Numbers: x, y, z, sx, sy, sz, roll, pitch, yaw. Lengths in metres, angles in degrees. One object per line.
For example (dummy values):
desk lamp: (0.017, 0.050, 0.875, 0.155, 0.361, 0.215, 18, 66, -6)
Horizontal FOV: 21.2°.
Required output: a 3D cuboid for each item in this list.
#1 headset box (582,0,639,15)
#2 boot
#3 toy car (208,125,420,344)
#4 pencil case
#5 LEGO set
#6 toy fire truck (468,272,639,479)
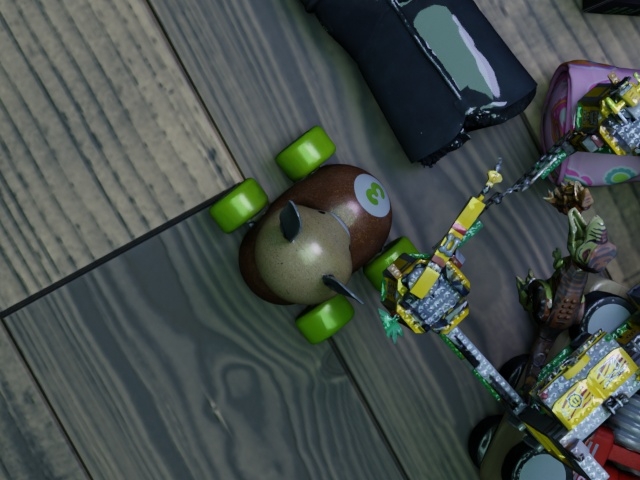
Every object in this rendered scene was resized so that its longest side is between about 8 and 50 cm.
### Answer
headset box: (0.365, -0.316, 1.484, 0.283, 0.131, 0.246, 4, 92, -4)
boot: (0.128, -0.206, 1.491, 0.246, 0.094, 0.207, -38, 91, 6)
toy car: (0.000, 0.000, 1.448, 0.149, 0.188, 0.155, -38, 95, -1)
pencil case: (0.338, -0.094, 1.502, 0.284, 0.124, 0.124, 3, 93, -5)
LEGO set: (0.222, 0.029, 1.333, 0.331, 0.192, 0.255, -33, 99, -6)
toy fire truck: (0.291, 0.170, 1.510, 0.246, 0.158, 0.217, 24, 91, -17)
